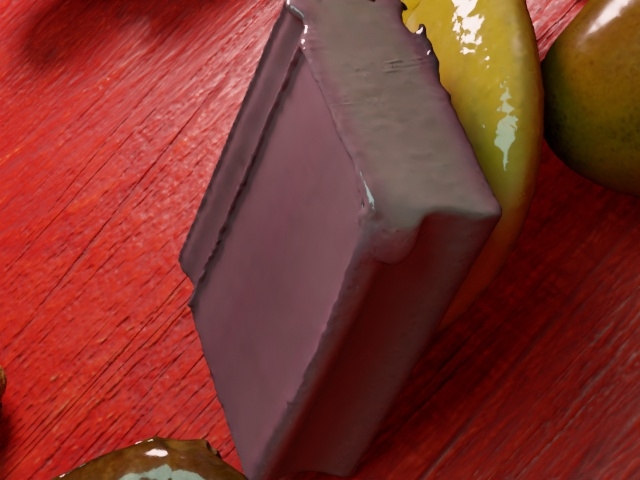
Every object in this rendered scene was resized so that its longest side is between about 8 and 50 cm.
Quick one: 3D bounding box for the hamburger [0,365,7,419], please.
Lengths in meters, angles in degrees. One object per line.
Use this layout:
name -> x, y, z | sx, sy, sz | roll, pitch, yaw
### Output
hamburger -> -0.434, 0.162, 1.820 | 0.244, 0.163, 0.244 | -14, 57, 22

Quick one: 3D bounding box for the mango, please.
mango -> 0.356, -0.179, 1.569 | 0.378, 0.221, 0.264 | -36, 73, 5

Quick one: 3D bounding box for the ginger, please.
ginger -> -0.190, 0.255, 1.675 | 0.309, 0.107, 0.133 | -26, 39, 7

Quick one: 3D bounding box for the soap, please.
soap -> 0.098, -0.120, 1.673 | 0.306, 0.115, 0.427 | -51, 34, 41

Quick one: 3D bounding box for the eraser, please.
eraser -> 0.000, 0.000, 1.578 | 0.122, 0.359, 0.272 | -1, 51, -24
